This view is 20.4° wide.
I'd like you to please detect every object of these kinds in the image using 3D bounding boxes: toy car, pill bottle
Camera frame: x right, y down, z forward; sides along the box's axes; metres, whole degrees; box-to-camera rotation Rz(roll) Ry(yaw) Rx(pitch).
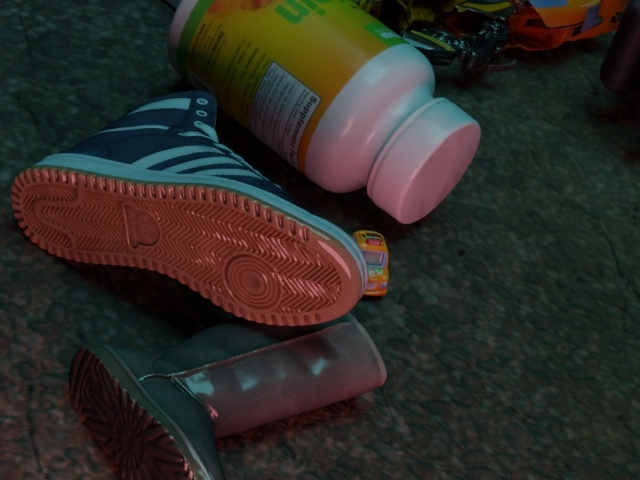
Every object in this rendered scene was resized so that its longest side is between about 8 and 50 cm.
[{"bbox_3d":[0.000,0.000,1.373,0.122,0.040,0.060,19,39,-4],"label":"toy car"},{"bbox_3d":[0.006,-0.125,1.444,0.246,0.136,0.136,39,42,20],"label":"pill bottle"}]

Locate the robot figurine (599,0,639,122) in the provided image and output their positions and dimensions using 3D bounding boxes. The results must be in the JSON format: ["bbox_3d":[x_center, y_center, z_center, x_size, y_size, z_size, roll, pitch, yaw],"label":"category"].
[{"bbox_3d":[0.398,-0.176,1.654,0.278,0.173,0.209,-8,83,-31],"label":"robot figurine"}]

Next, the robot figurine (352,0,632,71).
[{"bbox_3d":[0.144,-0.246,1.686,0.291,0.085,0.211,-11,44,-34],"label":"robot figurine"}]

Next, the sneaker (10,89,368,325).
[{"bbox_3d":[-0.068,-0.031,1.289,0.282,0.099,0.153,15,32,26],"label":"sneaker"}]

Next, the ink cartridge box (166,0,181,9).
[{"bbox_3d":[-0.118,-0.269,1.611,0.181,0.061,0.104,40,42,22],"label":"ink cartridge box"}]

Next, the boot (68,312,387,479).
[{"bbox_3d":[-0.043,0.115,1.207,0.209,0.076,0.189,-5,46,-38],"label":"boot"}]
